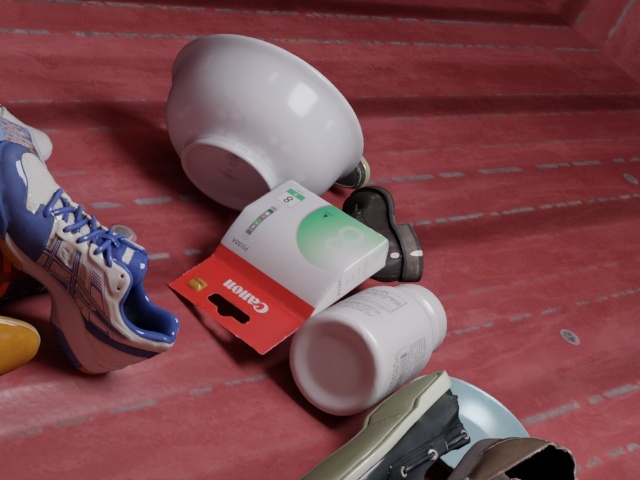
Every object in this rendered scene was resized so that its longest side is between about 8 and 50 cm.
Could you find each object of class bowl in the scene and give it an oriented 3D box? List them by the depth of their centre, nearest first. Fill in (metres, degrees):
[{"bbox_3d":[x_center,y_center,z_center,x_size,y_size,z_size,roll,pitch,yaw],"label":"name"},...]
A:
[{"bbox_3d":[-0.100,-0.133,1.890,0.298,0.298,0.134,29,60,-2],"label":"bowl"}]

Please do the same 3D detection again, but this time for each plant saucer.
[{"bbox_3d":[0.183,0.251,1.740,0.195,0.037,0.195,22,31,-14],"label":"plant saucer"}]

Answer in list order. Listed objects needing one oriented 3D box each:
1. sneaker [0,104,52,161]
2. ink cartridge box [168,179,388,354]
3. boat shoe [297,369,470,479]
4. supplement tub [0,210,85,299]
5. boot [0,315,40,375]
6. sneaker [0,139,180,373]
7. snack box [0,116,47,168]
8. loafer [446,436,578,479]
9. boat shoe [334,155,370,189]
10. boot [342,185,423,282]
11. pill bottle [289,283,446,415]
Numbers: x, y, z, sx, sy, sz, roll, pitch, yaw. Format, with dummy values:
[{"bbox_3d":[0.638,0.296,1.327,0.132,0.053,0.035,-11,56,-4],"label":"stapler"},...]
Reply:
[{"bbox_3d":[-0.437,-0.185,1.732,0.235,0.153,0.094,20,32,-17],"label":"sneaker"},{"bbox_3d":[-0.054,0.027,1.737,0.181,0.056,0.225,33,50,32],"label":"ink cartridge box"},{"bbox_3d":[0.069,0.268,1.534,0.113,0.127,0.340,60,35,-4],"label":"boat shoe"},{"bbox_3d":[-0.356,0.014,1.547,0.106,0.106,0.198,45,32,24],"label":"supplement tub"},{"bbox_3d":[-0.368,0.184,1.294,0.295,0.104,0.211,-6,50,-40],"label":"boot"},{"bbox_3d":[-0.251,0.008,1.473,0.112,0.131,0.296,-73,143,-51],"label":"sneaker"},{"bbox_3d":[-0.349,-0.090,1.588,0.064,0.022,0.178,24,21,-36],"label":"snack box"},{"bbox_3d":[0.186,0.313,1.490,0.134,0.130,0.366,57,34,-12],"label":"loafer"},{"bbox_3d":[-0.029,-0.140,2.122,0.223,0.080,0.073,34,34,17],"label":"boat shoe"},{"bbox_3d":[0.000,0.000,1.881,0.229,0.091,0.263,-6,23,-16],"label":"boot"},{"bbox_3d":[0.069,0.128,1.728,0.131,0.131,0.229,39,26,16],"label":"pill bottle"}]
